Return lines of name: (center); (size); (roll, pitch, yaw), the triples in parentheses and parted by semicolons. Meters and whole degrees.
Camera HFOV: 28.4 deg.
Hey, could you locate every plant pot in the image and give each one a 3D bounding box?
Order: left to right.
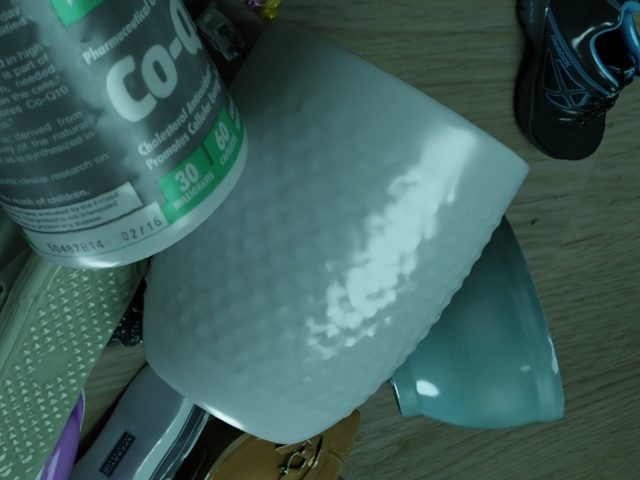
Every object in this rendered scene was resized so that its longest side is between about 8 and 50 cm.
plant pot: (0.169, 0.117, 1.616); (0.196, 0.293, 0.293); (-17, 140, -1)

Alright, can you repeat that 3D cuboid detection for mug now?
mug: (-0.025, -0.007, 1.206); (0.276, 0.374, 0.328); (29, 94, -24)

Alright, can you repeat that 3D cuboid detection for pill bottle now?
pill bottle: (-0.211, -0.168, 0.929); (0.204, 0.204, 0.361); (-40, 130, -15)

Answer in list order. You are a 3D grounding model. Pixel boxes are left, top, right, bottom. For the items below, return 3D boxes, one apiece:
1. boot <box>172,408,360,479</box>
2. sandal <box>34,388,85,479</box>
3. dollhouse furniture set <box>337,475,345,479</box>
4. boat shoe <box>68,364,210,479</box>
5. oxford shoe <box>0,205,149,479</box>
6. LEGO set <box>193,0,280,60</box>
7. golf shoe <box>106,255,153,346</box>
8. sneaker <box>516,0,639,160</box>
boot: (-0.085, 0.280, 1.575); (0.220, 0.109, 0.283); (36, 79, -40)
sandal: (-0.288, 0.350, 1.304); (0.169, 0.102, 0.416); (-31, 132, -82)
dollhouse furniture set: (-0.008, 0.412, 1.733); (0.129, 0.183, 0.129); (-7, 126, -45)
boat shoe: (-0.228, 0.278, 1.447); (0.301, 0.108, 0.102); (-57, 146, -6)
oxford shoe: (-0.320, 0.132, 1.184); (0.449, 0.130, 0.169); (-57, 147, 9)
LEGO set: (-0.027, -0.306, 1.173); (0.287, 0.107, 0.132); (-49, 180, -10)
golf shoe: (-0.199, 0.007, 1.266); (0.077, 0.094, 0.198); (23, 79, -34)
sneaker: (0.331, -0.204, 1.592); (0.125, 0.139, 0.341); (-41, 145, -16)
